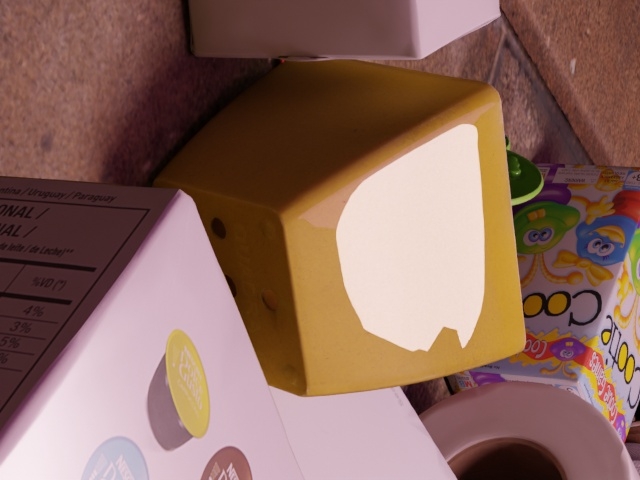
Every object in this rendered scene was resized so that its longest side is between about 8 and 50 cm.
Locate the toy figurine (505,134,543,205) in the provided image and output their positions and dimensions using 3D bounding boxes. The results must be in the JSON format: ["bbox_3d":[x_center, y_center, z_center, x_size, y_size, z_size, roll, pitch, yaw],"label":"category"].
[{"bbox_3d":[0.127,-0.002,1.748,0.173,0.130,0.159,-82,177,-63],"label":"toy figurine"}]

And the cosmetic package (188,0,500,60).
[{"bbox_3d":[0.003,-0.319,1.361,0.155,0.197,0.365,-36,126,-55],"label":"cosmetic package"}]

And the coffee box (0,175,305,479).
[{"bbox_3d":[-0.220,0.192,0.885,0.334,0.338,0.337,-58,141,-41],"label":"coffee box"}]

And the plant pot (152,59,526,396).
[{"bbox_3d":[0.000,0.000,1.403,0.187,0.212,0.212,-25,118,-36],"label":"plant pot"}]

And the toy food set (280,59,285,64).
[{"bbox_3d":[-0.013,-0.119,1.537,0.082,0.020,0.083,37,62,-56],"label":"toy food set"}]

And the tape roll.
[{"bbox_3d":[0.177,0.269,1.704,0.169,0.246,0.246,58,45,-47],"label":"tape roll"}]

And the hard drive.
[{"bbox_3d":[0.011,0.177,1.456,0.203,0.040,0.307,58,23,2],"label":"hard drive"}]

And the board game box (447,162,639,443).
[{"bbox_3d":[0.247,0.071,1.905,0.275,0.144,0.142,-64,144,-35],"label":"board game box"}]

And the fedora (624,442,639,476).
[{"bbox_3d":[0.322,0.320,2.048,0.124,0.244,0.275,-94,166,-59],"label":"fedora"}]

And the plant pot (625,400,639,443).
[{"bbox_3d":[0.342,0.156,2.086,0.165,0.167,0.167,59,44,-56],"label":"plant pot"}]
